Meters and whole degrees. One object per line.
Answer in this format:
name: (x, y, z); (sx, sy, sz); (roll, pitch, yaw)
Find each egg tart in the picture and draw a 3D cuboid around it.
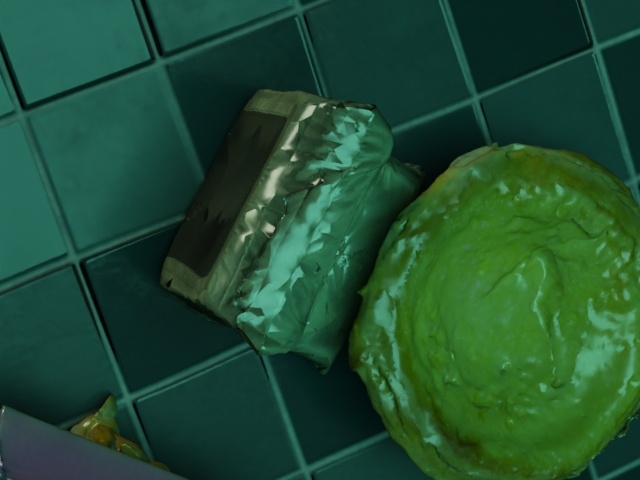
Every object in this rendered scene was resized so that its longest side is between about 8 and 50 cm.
egg tart: (0.151, 0.065, 1.638); (0.315, 0.120, 0.314); (-3, 96, -27)

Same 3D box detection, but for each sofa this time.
sofa: (0.000, 0.000, 1.526); (0.176, 0.225, 0.210); (28, 85, -17)

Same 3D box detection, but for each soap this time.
soap: (-0.178, 0.249, 1.526); (0.259, 0.081, 0.181); (26, 130, -21)

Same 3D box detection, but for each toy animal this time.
toy animal: (-0.163, 0.166, 1.570); (0.081, 0.083, 0.060); (0, 110, -6)
